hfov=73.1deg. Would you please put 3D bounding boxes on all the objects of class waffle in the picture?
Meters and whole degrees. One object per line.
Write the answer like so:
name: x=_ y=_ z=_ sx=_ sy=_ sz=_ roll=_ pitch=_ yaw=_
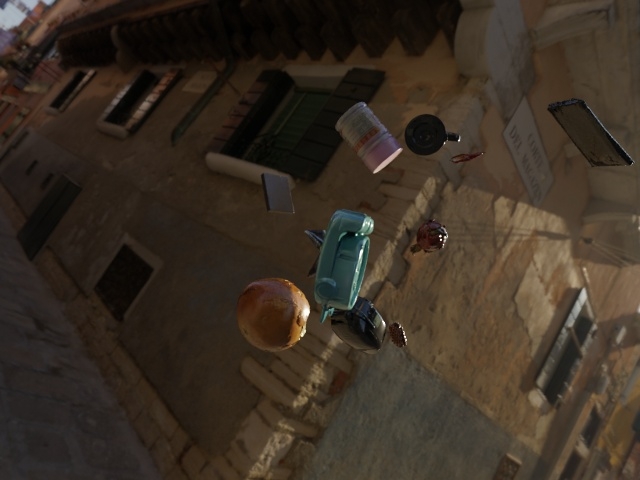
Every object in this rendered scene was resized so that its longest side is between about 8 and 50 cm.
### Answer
waffle: x=0.245 y=0.299 z=1.378 sx=0.075 sy=0.029 sz=0.083 roll=-27 pitch=-100 yaw=68

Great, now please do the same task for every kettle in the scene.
kettle: x=0.581 y=-0.576 z=2.290 sx=0.203 sy=0.262 sz=0.308 roll=66 pitch=17 yaw=-9

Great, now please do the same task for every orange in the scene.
orange: x=-0.154 y=0.238 z=1.397 sx=0.240 sy=0.240 sz=0.240 roll=32 pitch=-10 yaw=6

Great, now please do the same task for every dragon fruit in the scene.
dragon fruit: x=0.437 y=0.000 z=1.790 sx=0.125 sy=0.125 sz=0.246 roll=3 pitch=-28 yaw=-19

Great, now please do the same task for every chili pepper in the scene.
chili pepper: x=0.706 y=-0.401 z=2.083 sx=0.027 sy=0.178 sz=0.045 roll=71 pitch=4 yaw=-47

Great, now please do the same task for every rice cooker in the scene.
rice cooker: x=0.114 y=0.253 z=1.305 sx=0.142 sy=0.118 sz=0.203 roll=-9 pitch=-56 yaw=45

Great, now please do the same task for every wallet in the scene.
wallet: x=0.840 y=-0.331 z=1.355 sx=0.285 sy=0.030 sz=0.146 roll=41 pitch=-2 yaw=-16

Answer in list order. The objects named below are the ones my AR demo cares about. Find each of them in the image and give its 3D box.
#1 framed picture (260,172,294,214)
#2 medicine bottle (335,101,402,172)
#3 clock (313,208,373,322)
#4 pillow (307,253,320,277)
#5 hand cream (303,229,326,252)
framed picture: x=-0.179 y=-0.194 z=1.802 sx=0.128 sy=0.169 sz=0.023 roll=3 pitch=-22 yaw=-42
medicine bottle: x=0.246 y=-0.525 z=2.208 sx=0.316 sy=0.202 sz=0.202 roll=50 pitch=-9 yaw=4
clock: x=0.057 y=0.065 z=1.052 sx=0.094 sy=0.274 sz=0.223 roll=13 pitch=4 yaw=13
pillow: x=0.014 y=0.074 z=1.948 sx=0.055 sy=0.208 sz=0.141 roll=34 pitch=-24 yaw=-11
hand cream: x=0.000 y=0.000 z=1.643 sx=0.091 sy=0.058 sz=0.271 roll=-4 pitch=19 yaw=-12
